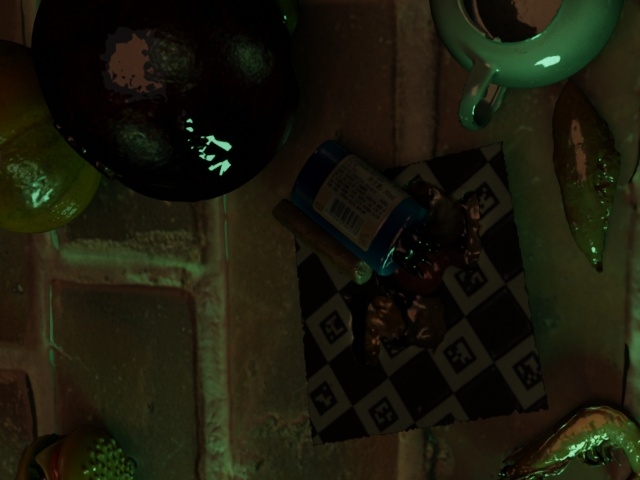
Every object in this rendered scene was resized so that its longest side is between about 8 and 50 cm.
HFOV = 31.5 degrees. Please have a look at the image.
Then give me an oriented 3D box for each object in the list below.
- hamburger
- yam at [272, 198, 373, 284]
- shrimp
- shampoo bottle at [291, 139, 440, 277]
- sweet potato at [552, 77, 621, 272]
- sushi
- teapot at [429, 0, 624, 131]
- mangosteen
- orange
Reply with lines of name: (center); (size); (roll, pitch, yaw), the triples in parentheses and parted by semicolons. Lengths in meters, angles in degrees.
hamburger: (-0.300, 0.308, 1.404); (0.115, 0.162, 0.162); (-18, 93, 18)
yam: (0.000, 0.000, 1.263); (0.145, 0.032, 0.032); (38, 112, 33)
shrimp: (0.279, 0.253, 1.228); (0.178, 0.034, 0.124); (-41, 90, 18)
shampoo bottle: (0.051, -0.028, 1.214); (0.183, 0.050, 0.087); (40, 106, 31)
sweet potato: (0.273, -0.063, 1.159); (0.068, 0.060, 0.205); (-3, 107, 14)
sushi: (0.107, 0.064, 1.236); (0.294, 0.059, 0.292); (-12, 80, 34)
teapot: (0.198, -0.245, 1.116); (0.193, 0.129, 0.294); (24, 107, 17)
mangosteen: (-0.146, -0.185, 1.186); (0.293, 0.297, 0.297); (-26, 89, -7)
orange: (-0.349, -0.123, 1.303); (0.171, 0.240, 0.240); (-30, 87, 7)
